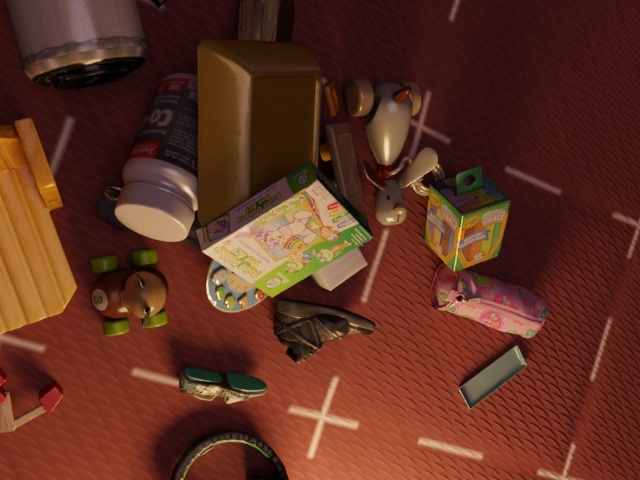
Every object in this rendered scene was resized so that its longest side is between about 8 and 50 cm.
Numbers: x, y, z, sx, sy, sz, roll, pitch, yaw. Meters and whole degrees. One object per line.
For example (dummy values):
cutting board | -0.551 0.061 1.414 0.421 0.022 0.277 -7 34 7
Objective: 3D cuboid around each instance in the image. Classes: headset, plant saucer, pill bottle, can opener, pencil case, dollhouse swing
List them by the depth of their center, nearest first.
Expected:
dollhouse swing | -0.603 0.014 1.163 0.346 0.315 0.305 -19 89 -19
pill bottle | -0.270 -0.154 1.281 0.161 0.161 0.283 25 63 -20
plant saucer | -0.094 -0.205 1.304 0.333 0.081 0.333 -22 120 -55
can opener | -0.304 -0.021 1.362 0.283 0.076 0.095 29 64 -20
headset | -0.160 0.592 1.456 0.243 0.185 0.394 -30 88 -20
pencil case | 0.395 0.143 1.616 0.284 0.124 0.124 19 87 -22
plant saucer | 0.423 0.335 1.695 0.192 0.018 0.067 -32 104 -15

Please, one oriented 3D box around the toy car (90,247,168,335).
toy car | -0.353 0.105 1.298 0.149 0.188 0.155 -11 97 -20

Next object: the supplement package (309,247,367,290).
supplement package | 0.000 0.000 1.467 0.105 0.105 0.179 -34 105 -14

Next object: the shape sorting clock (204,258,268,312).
shape sorting clock | -0.145 0.059 1.406 0.206 0.040 0.206 -23 129 -32

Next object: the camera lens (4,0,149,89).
camera lens | -0.438 -0.418 1.214 0.219 0.219 0.274 -16 99 -19

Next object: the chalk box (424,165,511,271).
chalk box | 0.324 -0.063 1.521 0.132 0.132 0.213 -18 134 -18

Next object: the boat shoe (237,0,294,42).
boat shoe | -0.135 -0.344 1.402 0.110 0.121 0.341 10 89 16

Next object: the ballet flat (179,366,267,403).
ballet flat | -0.207 0.309 1.442 0.188 0.070 0.070 16 88 -19

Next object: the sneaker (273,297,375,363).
sneaker | 0.004 0.204 1.496 0.227 0.087 0.130 9 92 -18

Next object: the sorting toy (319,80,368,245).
sorting toy | 0.041 -0.156 1.444 0.047 0.196 0.348 -9 98 15

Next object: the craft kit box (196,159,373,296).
craft kit box | -0.059 -0.012 1.283 0.246 0.061 0.250 -29 146 15

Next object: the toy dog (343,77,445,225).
toy dog | 0.167 -0.208 1.485 0.220 0.161 0.334 -29 103 -16

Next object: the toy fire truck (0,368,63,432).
toy fire truck | -0.602 0.313 1.296 0.192 0.047 0.135 -43 108 -12

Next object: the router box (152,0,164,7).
router box | -0.312 -0.536 1.350 0.092 0.038 0.122 42 79 -18
